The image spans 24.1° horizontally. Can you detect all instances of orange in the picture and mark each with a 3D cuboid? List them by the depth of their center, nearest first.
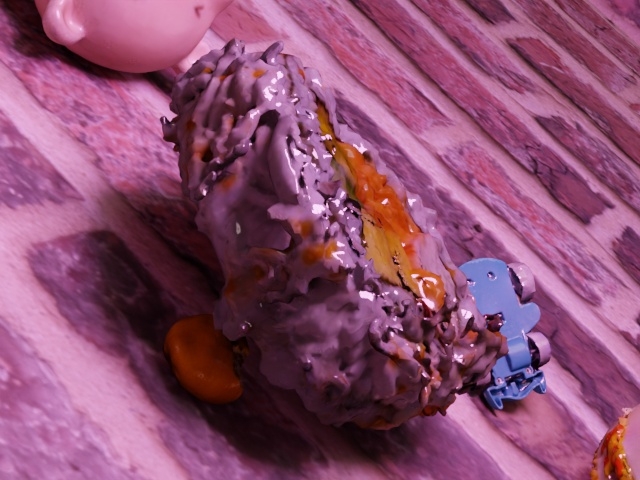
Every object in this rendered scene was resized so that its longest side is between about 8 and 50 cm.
[{"bbox_3d":[-0.097,0.098,1.302,0.086,0.062,0.086,28,27,-15],"label":"orange"}]

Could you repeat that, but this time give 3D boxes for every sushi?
[{"bbox_3d":[-0.001,0.001,1.379,0.417,0.176,0.417,52,11,-15],"label":"sushi"}]

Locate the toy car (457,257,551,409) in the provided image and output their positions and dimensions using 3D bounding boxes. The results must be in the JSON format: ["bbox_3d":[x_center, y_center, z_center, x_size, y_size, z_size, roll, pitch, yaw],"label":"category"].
[{"bbox_3d":[0.178,0.104,1.641,0.126,0.098,0.161,-17,86,-29],"label":"toy car"}]

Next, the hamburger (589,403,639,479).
[{"bbox_3d":[0.403,0.275,1.529,0.294,0.179,0.276,14,37,-46],"label":"hamburger"}]

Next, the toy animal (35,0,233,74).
[{"bbox_3d":[-0.227,-0.317,1.604,0.345,0.277,0.247,23,43,-34],"label":"toy animal"}]
